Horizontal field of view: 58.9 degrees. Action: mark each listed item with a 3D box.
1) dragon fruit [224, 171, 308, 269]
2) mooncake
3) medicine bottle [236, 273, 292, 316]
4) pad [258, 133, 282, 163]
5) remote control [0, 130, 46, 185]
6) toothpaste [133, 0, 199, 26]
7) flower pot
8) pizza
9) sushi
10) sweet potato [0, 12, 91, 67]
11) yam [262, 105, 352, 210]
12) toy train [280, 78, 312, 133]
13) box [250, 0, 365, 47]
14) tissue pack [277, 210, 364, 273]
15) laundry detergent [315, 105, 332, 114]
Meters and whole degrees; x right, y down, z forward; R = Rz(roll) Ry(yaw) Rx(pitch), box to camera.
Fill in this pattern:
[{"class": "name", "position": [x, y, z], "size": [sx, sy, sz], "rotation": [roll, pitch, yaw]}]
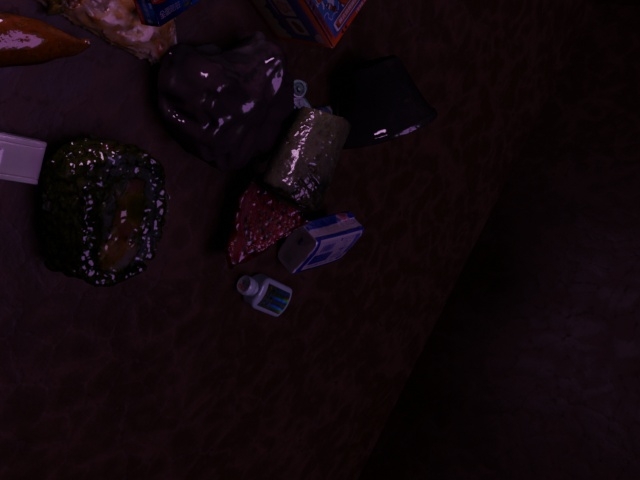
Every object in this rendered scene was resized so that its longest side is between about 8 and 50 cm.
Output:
[{"class": "dragon fruit", "position": [-0.186, -0.044, 1.784], "size": [0.330, 0.240, 0.302], "rotation": [-50, 131, -28]}, {"class": "mooncake", "position": [-0.240, -0.376, 1.552], "size": [0.381, 0.212, 0.351], "rotation": [-41, 152, -32]}, {"class": "medicine bottle", "position": [-0.203, 0.187, 2.014], "size": [0.228, 0.083, 0.121], "rotation": [33, 86, -51]}, {"class": "pad", "position": [-0.152, -0.362, 1.813], "size": [0.211, 0.003, 0.143], "rotation": [-45, 120, -23]}, {"class": "remote control", "position": [-0.741, -0.193, 1.209], "size": [0.277, 0.055, 0.103], "rotation": [7, 103, -50]}, {"class": "toothpaste", "position": [-0.316, -0.621, 1.367], "size": [0.320, 0.066, 0.076], "rotation": [-51, 148, -35]}, {"class": "flower pot", "position": [0.206, -0.496, 1.977], "size": [0.379, 0.379, 0.251], "rotation": [-32, 113, -36]}, {"class": "pizza", "position": [-0.475, -0.614, 1.278], "size": [0.391, 0.080, 0.436], "rotation": [-19, 122, -43]}, {"class": "sushi", "position": [-0.524, -0.079, 1.405], "size": [0.294, 0.178, 0.352], "rotation": [-20, 124, -57]}, {"class": "sweet potato", "position": [-0.646, -0.411, 1.163], "size": [0.359, 0.112, 0.112], "rotation": [-17, 121, -41]}, {"class": "yam", "position": [-0.046, -0.241, 1.673], "size": [0.195, 0.195, 0.300], "rotation": [36, 71, -51]}, {"class": "toy train", "position": [-0.083, -0.397, 1.801], "size": [0.159, 0.101, 0.248], "rotation": [-45, 119, -13]}, {"class": "box", "position": [-0.026, -0.783, 1.570], "size": [0.349, 0.256, 0.318], "rotation": [-57, 140, -10]}, {"class": "tissue pack", "position": [0.000, 0.000, 2.070], "size": [0.269, 0.137, 0.209], "rotation": [-16, 156, -44]}, {"class": "laundry detergent", "position": [-0.025, -0.387, 1.937], "size": [0.206, 0.061, 0.097], "rotation": [-50, 123, -21]}]
